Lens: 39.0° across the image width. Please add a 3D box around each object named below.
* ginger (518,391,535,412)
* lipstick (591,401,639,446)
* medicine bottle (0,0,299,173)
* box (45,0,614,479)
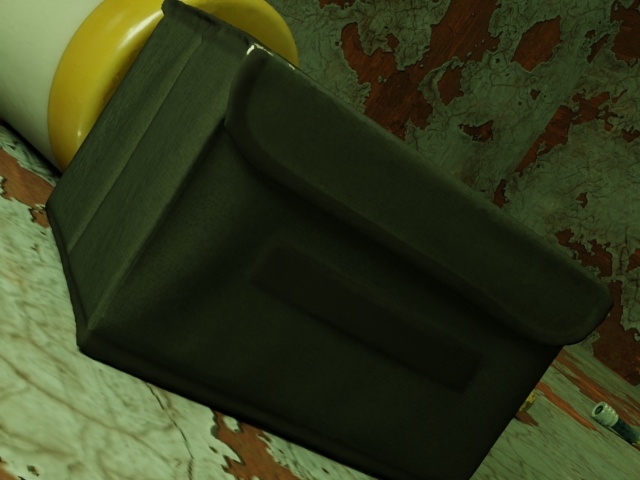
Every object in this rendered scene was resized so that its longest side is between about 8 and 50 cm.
[{"bbox_3d":[0.249,0.170,1.300,0.118,0.065,0.299,48,9,2],"label":"ginger"},{"bbox_3d":[0.552,0.343,1.658,0.116,0.037,0.037,38,6,-10],"label":"lipstick"},{"bbox_3d":[-0.177,-0.162,0.860,0.232,0.238,0.238,38,8,34],"label":"medicine bottle"},{"bbox_3d":[-0.005,0.005,0.691,0.345,0.204,0.251,30,8,-30],"label":"box"}]
